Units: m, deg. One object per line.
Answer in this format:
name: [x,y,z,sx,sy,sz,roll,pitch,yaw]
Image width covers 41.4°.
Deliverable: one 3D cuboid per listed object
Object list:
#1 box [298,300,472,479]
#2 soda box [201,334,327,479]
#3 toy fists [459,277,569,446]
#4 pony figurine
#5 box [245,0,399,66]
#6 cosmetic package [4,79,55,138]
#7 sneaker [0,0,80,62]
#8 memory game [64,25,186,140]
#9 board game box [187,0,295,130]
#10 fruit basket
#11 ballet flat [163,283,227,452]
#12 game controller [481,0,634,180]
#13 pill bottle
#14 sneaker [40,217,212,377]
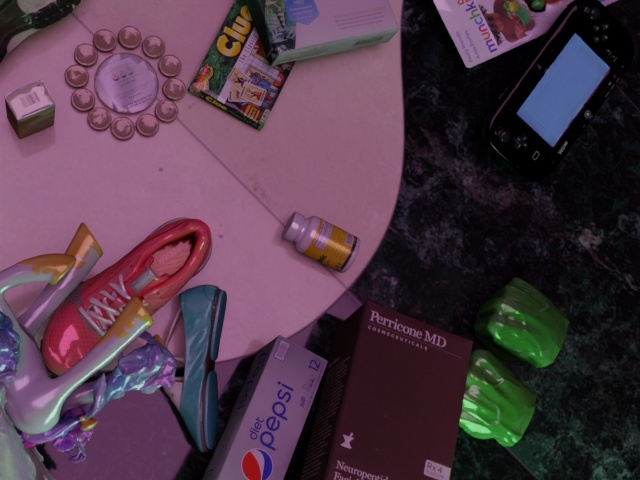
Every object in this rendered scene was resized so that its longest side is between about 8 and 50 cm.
box: [0.089,0.305,1.252,0.191,0.143,0.382,21,59,-11]
soda box: [-0.091,0.288,1.234,0.091,0.098,0.286,30,59,-12]
toy fists: [0.300,0.195,1.410,0.142,0.096,0.279,36,71,-20]
pony figurine: [-0.372,0.200,1.075,0.363,0.303,0.351,-34,95,-16]
box: [-0.030,-0.461,1.396,0.232,0.058,0.322,-18,81,-26]
cosmetic package: [-0.420,-0.188,1.227,0.060,0.115,0.041,-29,92,-18]
sneaker: [-0.531,-0.341,1.231,0.410,0.158,0.182,-40,64,-17]
memory game: [-0.303,-0.247,1.327,0.186,0.012,0.186,3,81,-18]
board game box: [-0.101,-0.323,1.391,0.136,0.030,0.260,27,73,-10]
fruit basket: [0.342,-0.519,1.495,0.353,0.165,0.327,-25,90,-16]
ballet flat: [-0.192,0.189,1.271,0.087,0.083,0.247,2,80,7]
game controller: [0.420,-0.264,1.489,0.166,0.067,0.319,36,90,-14]
pill bottle: [0.000,0.000,1.358,0.116,0.065,0.065,27,75,-11]
sneaker: [-0.280,0.069,1.222,0.116,0.136,0.314,47,72,-5]
